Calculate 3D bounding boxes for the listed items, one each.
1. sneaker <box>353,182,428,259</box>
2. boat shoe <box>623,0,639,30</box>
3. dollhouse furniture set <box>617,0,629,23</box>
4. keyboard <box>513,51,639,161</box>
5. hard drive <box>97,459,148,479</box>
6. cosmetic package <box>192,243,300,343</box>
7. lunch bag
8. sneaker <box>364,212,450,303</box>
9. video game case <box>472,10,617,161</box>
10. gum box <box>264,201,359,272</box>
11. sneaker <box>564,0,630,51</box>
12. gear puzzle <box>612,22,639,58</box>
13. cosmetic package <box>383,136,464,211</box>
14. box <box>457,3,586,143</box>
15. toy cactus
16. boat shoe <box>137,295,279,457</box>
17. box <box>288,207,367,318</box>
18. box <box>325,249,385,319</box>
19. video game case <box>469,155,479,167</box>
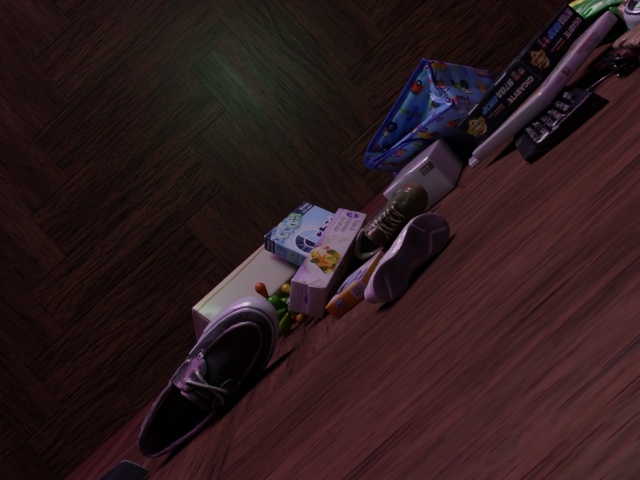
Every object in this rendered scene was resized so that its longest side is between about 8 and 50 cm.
[{"bbox_3d":[0.123,-0.024,1.269,0.086,0.064,0.192,-45,-2,-39],"label":"sneaker"},{"bbox_3d":[0.506,-0.396,0.876,0.301,0.102,0.108,-39,28,13],"label":"boat shoe"},{"bbox_3d":[0.528,-0.358,1.024,0.144,0.123,0.151,-42,37,13],"label":"dollhouse furniture set"},{"bbox_3d":[0.359,-0.204,0.990,0.201,0.033,0.317,-41,3,18],"label":"keyboard"},{"bbox_3d":[-0.403,0.467,1.111,0.255,0.054,0.172,-42,2,8],"label":"hard drive"},{"bbox_3d":[-0.128,0.122,1.509,0.309,0.113,0.160,-44,-25,-33],"label":"cosmetic package"},{"bbox_3d":[0.243,-0.245,1.541,0.221,0.138,0.293,-3,-32,-39],"label":"lunch bag"},{"bbox_3d":[0.103,0.021,0.861,0.152,0.053,0.061,-44,0,-26],"label":"sneaker"},{"bbox_3d":[0.354,-0.241,1.111,0.206,0.026,0.227,-48,0,-20],"label":"video game case"},{"bbox_3d":[0.000,0.000,1.477,0.157,0.184,0.041,-44,-32,-41],"label":"gum box"},{"bbox_3d":[0.539,-0.408,1.175,0.296,0.109,0.123,-36,32,34],"label":"sneaker"},{"bbox_3d":[0.413,-0.239,0.680,0.175,0.044,0.339,-40,6,15],"label":"gear puzzle"},{"bbox_3d":[0.212,-0.125,1.380,0.117,0.085,0.231,-41,5,25],"label":"cosmetic package"},{"bbox_3d":[0.340,-0.282,1.164,0.220,0.051,0.175,-48,-1,-36],"label":"box"},{"bbox_3d":[-0.039,0.104,1.343,0.181,0.112,0.219,-33,-9,-11],"label":"toy cactus"},{"bbox_3d":[-0.181,0.240,1.132,0.335,0.121,0.119,-53,7,19],"label":"boat shoe"},{"bbox_3d":[0.020,0.033,1.287,0.324,0.063,0.067,-56,-23,-61],"label":"box"},{"bbox_3d":[0.062,0.064,1.073,0.081,0.028,0.136,-42,4,27],"label":"box"},{"bbox_3d":[0.335,-0.188,1.324,0.122,0.011,0.087,-41,2,17],"label":"video game case"}]
